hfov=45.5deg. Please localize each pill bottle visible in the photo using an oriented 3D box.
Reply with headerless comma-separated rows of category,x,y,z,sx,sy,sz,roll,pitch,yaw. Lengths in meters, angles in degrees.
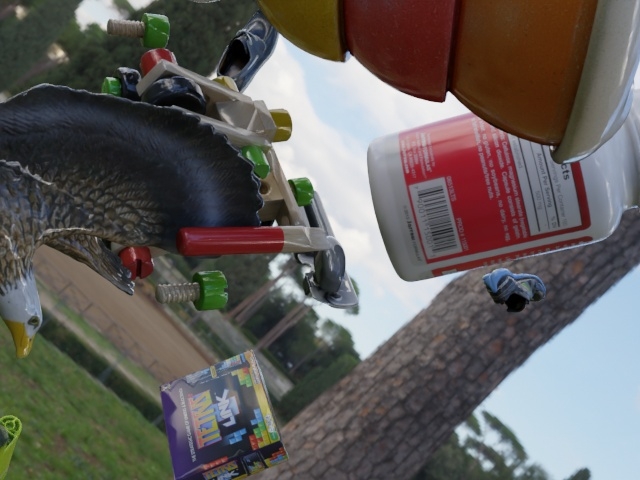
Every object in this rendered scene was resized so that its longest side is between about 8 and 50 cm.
pill bottle,0.289,-0.088,1.113,0.229,0.407,0.229,-13,90,-77

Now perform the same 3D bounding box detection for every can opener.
can opener,0.000,0.000,1.157,0.074,0.093,0.280,11,31,-23

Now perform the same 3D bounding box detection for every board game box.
board game box,-0.132,0.239,1.012,0.170,0.141,0.048,-118,-170,-52

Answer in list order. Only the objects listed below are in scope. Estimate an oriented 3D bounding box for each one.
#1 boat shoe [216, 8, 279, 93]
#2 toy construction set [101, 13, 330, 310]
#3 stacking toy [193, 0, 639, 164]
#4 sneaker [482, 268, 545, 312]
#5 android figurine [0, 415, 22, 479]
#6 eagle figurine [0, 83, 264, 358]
boat shoe,-0.155,-0.418,1.653,0.084,0.233,0.079,22,-19,17
toy construction set,-0.079,-0.056,0.783,0.309,0.237,0.258,48,-49,49
stacking toy,0.054,-0.271,0.713,0.479,0.351,0.351,9,-20,12
sneaker,0.372,0.103,1.462,0.188,0.067,0.078,12,60,-48
android figurine,-0.575,0.406,1.242,0.056,0.248,0.273,33,-45,-3
eagle figurine,-0.225,-0.022,0.595,0.226,0.225,0.298,35,31,23
